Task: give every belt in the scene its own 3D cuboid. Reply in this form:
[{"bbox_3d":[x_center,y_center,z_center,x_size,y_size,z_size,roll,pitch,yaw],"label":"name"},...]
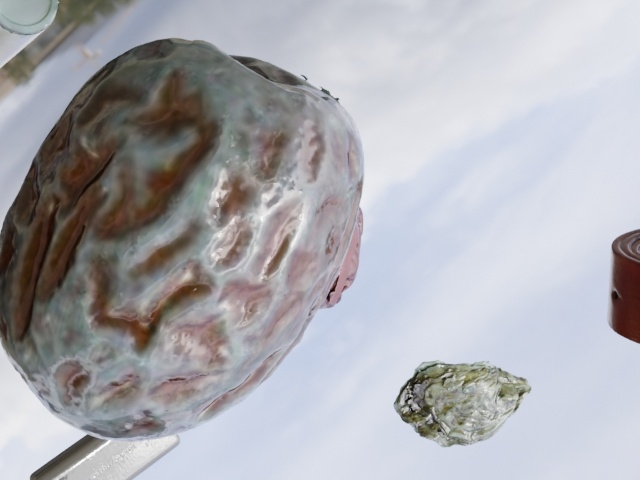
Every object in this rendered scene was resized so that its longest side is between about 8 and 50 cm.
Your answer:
[{"bbox_3d":[0.524,0.057,1.626,0.324,0.115,0.227,0,-160,1],"label":"belt"}]

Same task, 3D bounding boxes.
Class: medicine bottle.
[{"bbox_3d":[-0.292,-0.179,1.123,0.074,0.074,0.218,-53,-161,-26],"label":"medicine bottle"}]

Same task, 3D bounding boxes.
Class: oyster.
[{"bbox_3d":[0.188,0.214,1.734,0.064,0.177,0.125,-115,-134,-64],"label":"oyster"}]

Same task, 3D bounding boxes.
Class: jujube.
[{"bbox_3d":[-0.114,0.004,0.969,0.308,0.246,0.215,-66,170,10],"label":"jujube"}]

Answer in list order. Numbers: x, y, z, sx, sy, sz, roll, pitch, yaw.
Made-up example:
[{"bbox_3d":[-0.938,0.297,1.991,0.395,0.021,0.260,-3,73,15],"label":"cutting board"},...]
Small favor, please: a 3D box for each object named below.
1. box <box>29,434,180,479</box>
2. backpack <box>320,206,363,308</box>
[{"bbox_3d":[-0.353,0.362,2.139,0.243,0.103,0.055,-35,-158,-20],"label":"box"},{"bbox_3d":[-0.002,0.000,2.251,0.139,0.229,0.229,4,-132,39],"label":"backpack"}]
